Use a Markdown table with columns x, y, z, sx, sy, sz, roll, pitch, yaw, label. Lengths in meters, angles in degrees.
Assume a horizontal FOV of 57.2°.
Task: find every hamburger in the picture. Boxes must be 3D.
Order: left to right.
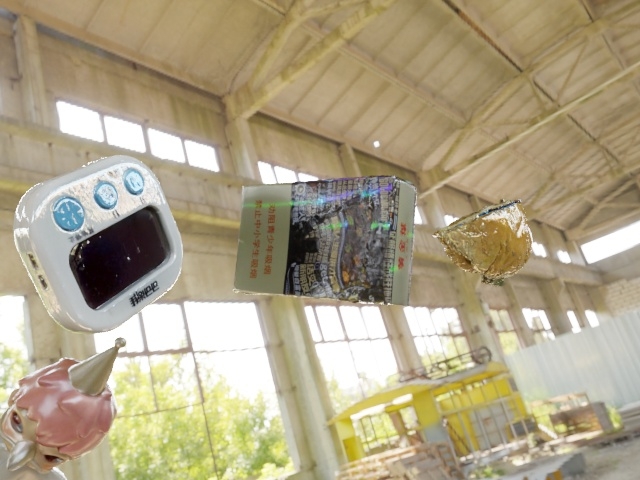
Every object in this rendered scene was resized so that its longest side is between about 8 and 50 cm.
| x | y | z | sx | sy | sz | roll | pitch | yaw | label |
| --- | --- | --- | --- | --- | --- | --- | --- | --- | --- |
| 0.220 | 0.004 | 0.728 | 0.087 | 0.102 | 0.176 | -32 | -7 | 33 | hamburger |

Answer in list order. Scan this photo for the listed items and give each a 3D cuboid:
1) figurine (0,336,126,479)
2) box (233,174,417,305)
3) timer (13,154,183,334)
| x | y | z | sx | sy | sz | roll | pitch | yaw | label |
| --- | --- | --- | --- | --- | --- | --- | --- | --- | --- |
| -0.420 | 0.285 | 0.882 | 0.387 | 0.207 | 0.166 | -35 | 11 | 10 | figurine |
| 0.000 | 0.000 | 0.979 | 0.310 | 0.198 | 0.084 | 1 | -6 | 34 | box |
| -0.334 | 0.003 | 0.904 | 0.087 | 0.237 | 0.262 | -5 | 21 | 29 | timer |
